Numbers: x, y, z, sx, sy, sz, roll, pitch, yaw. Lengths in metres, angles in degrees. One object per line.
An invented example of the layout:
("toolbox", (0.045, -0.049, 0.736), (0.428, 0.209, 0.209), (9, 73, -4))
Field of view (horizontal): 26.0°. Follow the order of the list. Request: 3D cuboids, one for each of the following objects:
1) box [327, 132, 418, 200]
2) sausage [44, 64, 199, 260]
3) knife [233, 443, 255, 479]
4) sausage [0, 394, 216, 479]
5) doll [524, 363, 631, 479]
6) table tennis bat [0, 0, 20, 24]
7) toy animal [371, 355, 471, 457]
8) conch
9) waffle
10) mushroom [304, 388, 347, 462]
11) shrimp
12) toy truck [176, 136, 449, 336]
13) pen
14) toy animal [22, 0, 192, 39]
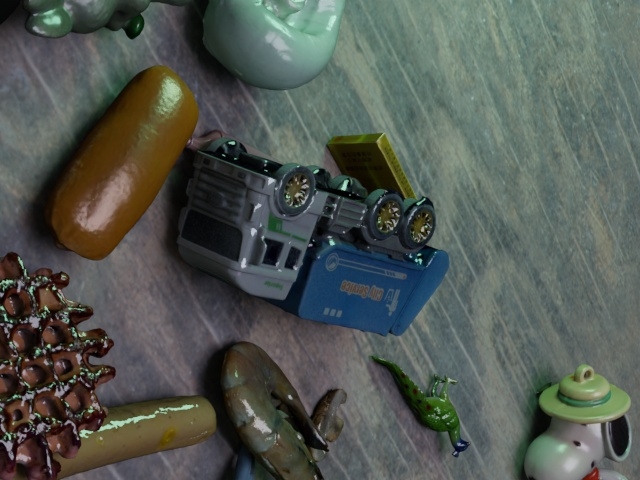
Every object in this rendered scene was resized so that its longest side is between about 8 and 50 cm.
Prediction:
("box", (0.076, -0.067, 1.759), (0.022, 0.089, 0.156), (-49, 122, -33))
("sausage", (-0.207, -0.079, 1.447), (0.098, 0.098, 0.238), (52, 52, -34))
("knife", (-0.095, 0.348, 1.530), (0.313, 0.019, 0.044), (-83, 160, -47))
("sausage", (-0.230, 0.208, 1.435), (0.301, 0.066, 0.066), (-8, 96, -48))
("doll", (0.413, 0.326, 2.109), (0.271, 0.144, 0.208), (39, 83, -37))
("table tennis bat", (-0.345, -0.181, 1.243), (0.019, 0.130, 0.220), (54, 24, -4))
("toy animal", (0.145, 0.200, 1.870), (0.217, 0.041, 0.075), (51, 56, -29))
("conch", (-0.054, -0.276, 1.591), (0.185, 0.121, 0.221), (53, 50, -36))
("waffle", (-0.303, 0.119, 1.330), (0.234, 0.055, 0.221), (33, 55, -24))
("mushroom", (0.008, 0.230, 1.731), (0.049, 0.019, 0.101), (42, 61, -40))
("shrimp", (-0.046, 0.223, 1.635), (0.254, 0.059, 0.145), (52, 23, -28))
("toy truck", (0.000, 0.000, 1.612), (0.367, 0.146, 0.175), (16, 93, -47))
("pen", (-0.096, -0.089, 1.612), (0.197, 0.032, 0.053), (24, 74, -48))
("toy animal", (-0.231, -0.267, 1.412), (0.236, 0.108, 0.138), (-20, 111, -43))
